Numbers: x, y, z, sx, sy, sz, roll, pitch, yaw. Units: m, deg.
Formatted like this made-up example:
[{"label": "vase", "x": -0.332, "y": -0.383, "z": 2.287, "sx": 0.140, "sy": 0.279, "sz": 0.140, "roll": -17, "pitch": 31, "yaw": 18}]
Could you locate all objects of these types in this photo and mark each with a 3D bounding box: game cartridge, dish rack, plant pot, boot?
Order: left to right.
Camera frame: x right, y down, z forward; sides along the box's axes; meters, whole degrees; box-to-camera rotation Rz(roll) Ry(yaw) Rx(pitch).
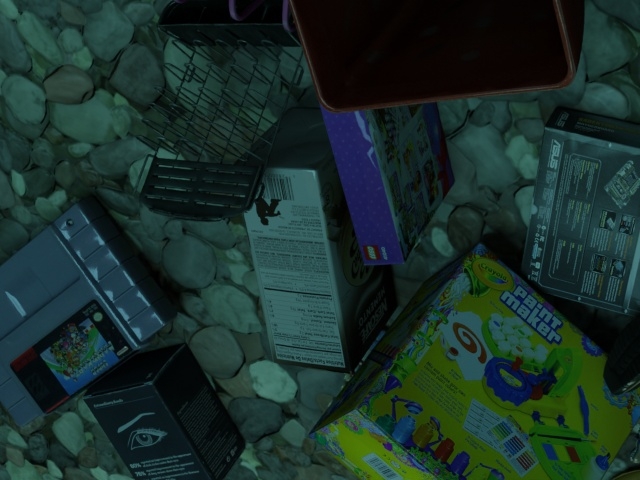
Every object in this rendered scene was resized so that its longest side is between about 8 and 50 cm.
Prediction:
[{"label": "game cartridge", "x": -0.401, "y": 0.118, "z": 1.920, "sx": 0.355, "sy": 0.068, "sz": 0.230, "roll": -35, "pitch": 87, "yaw": 29}, {"label": "dish rack", "x": -0.130, "y": -0.156, "z": 1.512, "sx": 0.208, "sy": 0.271, "sz": 0.074, "roll": 7, "pitch": 163, "yaw": 38}, {"label": "plant pot", "x": 0.126, "y": -0.307, "z": 1.251, "sx": 0.267, "sy": 0.236, "sz": 0.267, "roll": -3, "pitch": 120, "yaw": 28}, {"label": "boot", "x": 0.441, "y": 0.122, "z": 1.494, "sx": 0.137, "sy": 0.077, "sz": 0.198, "roll": 22, "pitch": 121, "yaw": -26}]

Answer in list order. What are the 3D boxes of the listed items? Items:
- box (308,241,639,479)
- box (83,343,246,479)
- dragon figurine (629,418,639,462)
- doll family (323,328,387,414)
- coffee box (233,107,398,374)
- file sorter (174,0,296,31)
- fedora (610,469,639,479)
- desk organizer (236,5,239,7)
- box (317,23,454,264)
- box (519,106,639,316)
[{"label": "box", "x": 0.197, "y": 0.214, "z": 1.561, "sx": 0.290, "sy": 0.279, "sz": 0.177, "roll": 41, "pitch": 154, "yaw": -2}, {"label": "box", "x": -0.240, "y": 0.280, "z": 1.963, "sx": 0.153, "sy": 0.108, "sz": 0.207, "roll": -14, "pitch": 113, "yaw": 33}, {"label": "dragon figurine", "x": 0.471, "y": 0.185, "z": 1.551, "sx": 0.085, "sy": 0.144, "sz": 0.289, "roll": 42, "pitch": 113, "yaw": -7}, {"label": "doll family", "x": 0.091, "y": 0.208, "z": 1.772, "sx": 0.111, "sy": 0.076, "sz": 0.193, "roll": 33, "pitch": 127, "yaw": 10}, {"label": "coffee box", "x": 0.000, "y": 0.000, "z": 1.621, "sx": 0.119, "sy": 0.168, "sz": 0.297, "roll": 5, "pitch": 123, "yaw": 25}, {"label": "file sorter", "x": -0.119, "y": -0.372, "z": 1.420, "sx": 0.291, "sy": 0.202, "sz": 0.182, "roll": 19, "pitch": 130, "yaw": 15}, {"label": "fedora", "x": 0.459, "y": 0.395, "z": 1.701, "sx": 0.194, "sy": 0.079, "sz": 0.194, "roll": 13, "pitch": 125, "yaw": 20}, {"label": "desk organizer", "x": -0.145, "y": -0.333, "z": 1.556, "sx": 0.130, "sy": 0.047, "sz": 0.050, "roll": 19, "pitch": 130, "yaw": 15}, {"label": "box", "x": 0.073, "y": -0.146, "z": 1.467, "sx": 0.057, "sy": 0.201, "sz": 0.293, "roll": -2, "pitch": 119, "yaw": 27}, {"label": "box", "x": 0.342, "y": -0.028, "z": 1.500, "sx": 0.183, "sy": 0.056, "sz": 0.231, "roll": 14, "pitch": 126, "yaw": 17}]
